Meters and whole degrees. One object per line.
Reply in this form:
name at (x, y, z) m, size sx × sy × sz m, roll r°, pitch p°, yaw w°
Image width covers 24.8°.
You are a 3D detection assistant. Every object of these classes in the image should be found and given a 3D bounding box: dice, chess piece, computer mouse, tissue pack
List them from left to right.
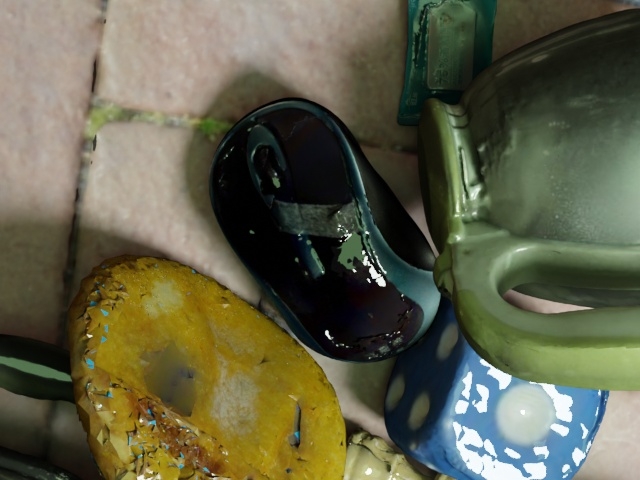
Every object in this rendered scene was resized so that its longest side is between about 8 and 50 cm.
computer mouse at (0.000, 0.000, 1.166) m, size 0.137 × 0.096 × 0.233 m, roll -33°, pitch 95°, yaw 15°
chess piece at (0.100, 0.212, 1.214) m, size 0.172 × 0.060 × 0.060 m, roll 19°, pitch 94°, yaw 16°
tissue pack at (0.109, -0.163, 1.220) m, size 0.085 × 0.028 × 0.138 m, roll 2°, pitch 102°, yaw -8°
dice at (0.144, 0.124, 1.204) m, size 0.143 × 0.146 × 0.146 m, roll 22°, pitch 92°, yaw -15°

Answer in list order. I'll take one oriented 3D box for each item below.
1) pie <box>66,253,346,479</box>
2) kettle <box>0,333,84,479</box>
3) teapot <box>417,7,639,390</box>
pie at (-0.091, 0.126, 1.125) m, size 0.273 × 0.273 × 0.069 m, roll 41°, pitch 126°, yaw -13°
kettle at (-0.248, 0.236, 1.116) m, size 0.324 × 0.228 × 0.321 m, roll 28°, pitch 81°, yaw -8°
teapot at (0.199, -0.015, 1.138) m, size 0.239 × 0.239 × 0.322 m, roll -9°, pitch 71°, yaw 1°
